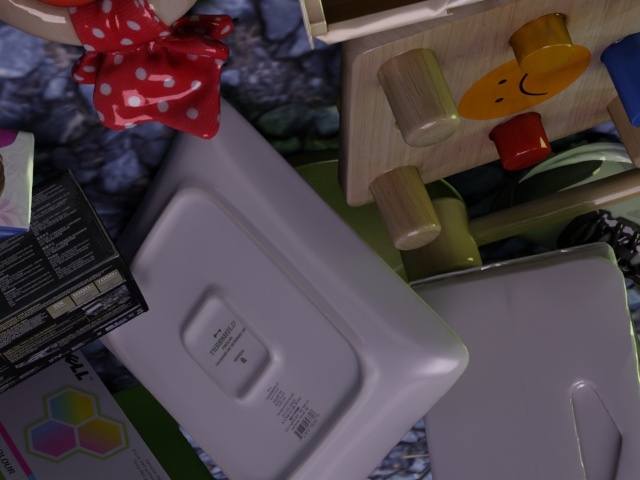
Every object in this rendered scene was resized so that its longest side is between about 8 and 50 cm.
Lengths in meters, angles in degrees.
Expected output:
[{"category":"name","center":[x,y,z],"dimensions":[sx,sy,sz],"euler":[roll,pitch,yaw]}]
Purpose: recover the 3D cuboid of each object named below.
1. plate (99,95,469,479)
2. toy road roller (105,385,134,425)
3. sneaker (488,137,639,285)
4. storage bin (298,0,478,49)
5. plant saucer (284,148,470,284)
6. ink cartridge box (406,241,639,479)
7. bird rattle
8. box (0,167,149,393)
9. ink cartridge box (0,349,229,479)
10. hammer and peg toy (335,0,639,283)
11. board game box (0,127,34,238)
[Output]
[{"category":"plate","center":[-0.056,0.072,1.329],"dimensions":[0.045,0.278,0.277],"euler":[-33,165,-46]},{"category":"toy road roller","center":[-0.256,0.295,1.520],"dimensions":[0.330,0.240,0.202],"euler":[-18,130,-5]},{"category":"sneaker","center":[0.262,-0.008,1.439],"dimensions":[0.272,0.108,0.100],"euler":[9,140,-26]},{"category":"storage bin","center":[0.091,-0.252,0.952],"dimensions":[0.262,0.123,0.260],"euler":[-14,114,0]},{"category":"plant saucer","center":[0.000,0.000,1.424],"dimensions":[0.241,0.037,0.241],"euler":[-8,143,-6]},{"category":"ink cartridge box","center":[0.197,0.191,1.435],"dimensions":[0.166,0.285,0.395],"euler":[-12,163,10]},{"category":"bird rattle","center":[-0.130,-0.180,1.109],"dimensions":[0.207,0.143,0.253],"euler":[16,149,-18]},{"category":"box","center":[-0.227,0.044,1.267],"dimensions":[0.180,0.077,0.147],"euler":[-30,164,-5]},{"category":"ink cartridge box","center":[-0.164,0.166,1.428],"dimensions":[0.255,0.189,0.097],"euler":[-18,139,-29]},{"category":"hammer and peg toy","center":[0.139,-0.099,1.225],"dimensions":[0.266,0.127,0.361],"euler":[-19,161,-6]},{"category":"board game box","center":[-0.386,-0.033,1.076],"dimensions":[0.319,0.065,0.318],"euler":[6,172,-33]}]
